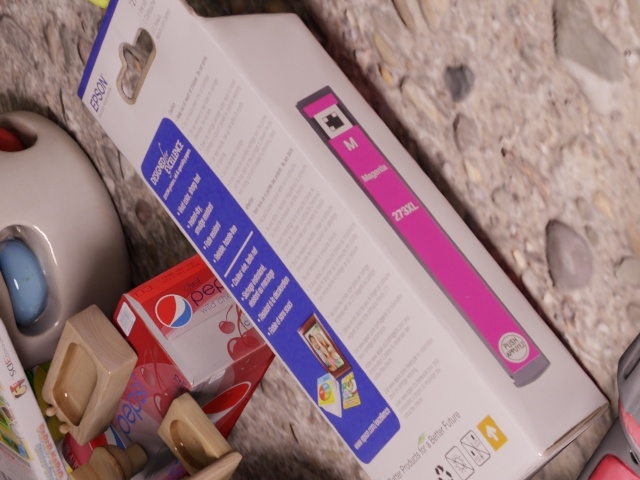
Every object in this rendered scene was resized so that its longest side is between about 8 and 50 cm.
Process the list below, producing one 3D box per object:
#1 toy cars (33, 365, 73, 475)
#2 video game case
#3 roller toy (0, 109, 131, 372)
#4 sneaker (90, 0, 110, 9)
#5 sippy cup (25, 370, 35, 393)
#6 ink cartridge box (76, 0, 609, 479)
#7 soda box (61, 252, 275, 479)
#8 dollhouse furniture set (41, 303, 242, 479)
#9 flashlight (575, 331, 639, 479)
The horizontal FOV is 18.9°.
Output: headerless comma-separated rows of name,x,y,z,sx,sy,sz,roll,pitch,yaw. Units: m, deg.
toy cars,-0.170,0.264,1.611,0.176,0.087,0.394,18,128,53
video game case,-0.276,0.097,1.436,0.227,0.026,0.206,27,144,42
roller toy,-0.253,0.005,1.479,0.209,0.146,0.191,55,149,17
sneaker,-0.170,-0.232,1.212,0.295,0.109,0.123,22,129,38
sippy cup,-0.322,0.251,1.674,0.240,0.305,0.224,-38,74,45
ink cartridge box,0.000,0.000,1.123,0.371,0.069,0.176,50,149,10
soda box,-0.110,0.110,1.385,0.083,0.092,0.263,52,148,14
dollhouse furniture set,-0.161,0.146,1.277,0.151,0.123,0.144,50,147,14
flashlight,0.161,0.134,0.957,0.103,0.103,0.304,55,149,25
